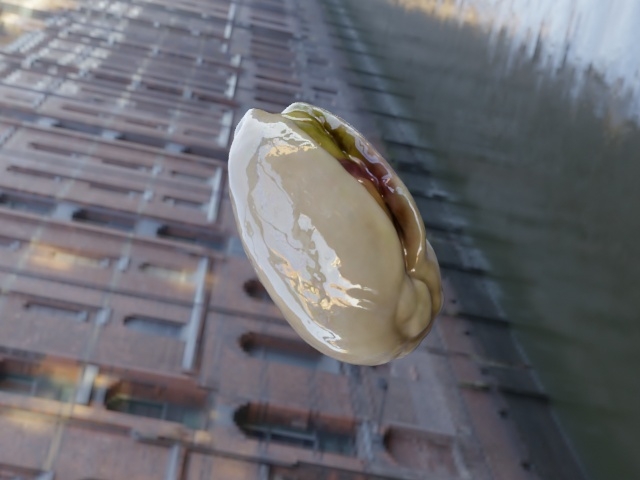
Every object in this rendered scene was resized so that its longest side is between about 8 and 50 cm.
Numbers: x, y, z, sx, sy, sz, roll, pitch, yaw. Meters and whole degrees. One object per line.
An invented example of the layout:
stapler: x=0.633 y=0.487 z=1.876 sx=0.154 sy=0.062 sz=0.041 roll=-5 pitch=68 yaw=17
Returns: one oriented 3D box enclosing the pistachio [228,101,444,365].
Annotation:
pistachio: x=0.000 y=0.000 z=0.831 sx=0.117 sy=0.200 sz=0.145 roll=-30 pitch=-12 yaw=-45
